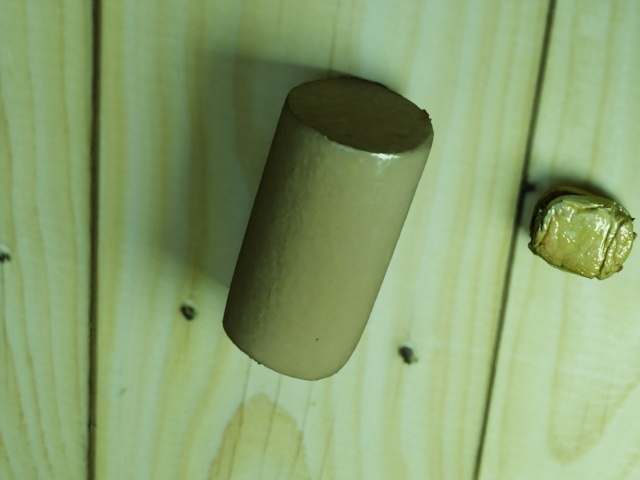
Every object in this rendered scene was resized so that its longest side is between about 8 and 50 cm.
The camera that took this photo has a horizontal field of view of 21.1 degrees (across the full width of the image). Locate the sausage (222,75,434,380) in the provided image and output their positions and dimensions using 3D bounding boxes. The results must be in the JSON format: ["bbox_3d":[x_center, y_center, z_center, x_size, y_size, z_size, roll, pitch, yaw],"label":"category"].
[{"bbox_3d":[0.000,0.000,1.377,0.123,0.123,0.253,20,123,4],"label":"sausage"}]

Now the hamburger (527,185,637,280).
[{"bbox_3d":[0.206,-0.006,1.361,0.083,0.044,0.076,20,121,1],"label":"hamburger"}]
